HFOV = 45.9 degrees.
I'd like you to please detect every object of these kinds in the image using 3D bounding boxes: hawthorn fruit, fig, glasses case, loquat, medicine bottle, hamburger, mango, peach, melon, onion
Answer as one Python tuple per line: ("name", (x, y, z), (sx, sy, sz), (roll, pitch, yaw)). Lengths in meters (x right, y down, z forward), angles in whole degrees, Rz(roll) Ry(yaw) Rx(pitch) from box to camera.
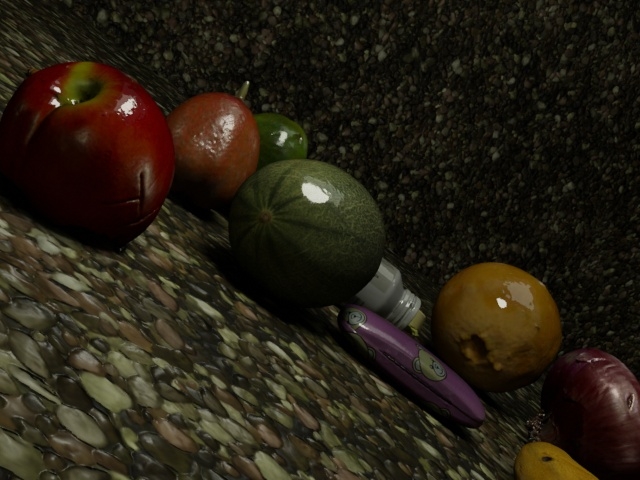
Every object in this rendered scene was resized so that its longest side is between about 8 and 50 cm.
("hawthorn fruit", (-0.199, -0.185, 1.384), (0.199, 0.251, 0.199), (28, -3, 1))
("fig", (-0.168, -0.182, 1.546), (0.275, 0.206, 0.206), (18, 10, -7))
("glasses case", (0.159, 0.219, 1.317), (0.316, 0.076, 0.123), (38, 7, -9))
("loquat", (0.428, 0.208, 1.845), (0.328, 0.328, 0.328), (38, 7, -5))
("medicine bottle", (0.098, 0.096, 1.570), (0.215, 0.135, 0.135), (38, 7, -7))
("hamburger", (0.177, 0.172, 1.722), (0.126, 0.081, 0.141), (39, -6, -19))
("mango", (0.380, 0.399, 1.191), (0.157, 0.108, 0.262), (29, 2, -1))
("peach", (-0.269, -0.087, 0.880), (0.190, 0.226, 0.196), (8, 47, -1))
("melon", (-0.022, -0.010, 1.223), (0.237, 0.237, 0.302), (42, 8, 27))
("onion", (0.585, 0.415, 1.676), (0.347, 0.286, 0.347), (168, -90, -83))

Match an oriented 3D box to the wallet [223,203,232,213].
("wallet", (-0.216, -0.112, 1.658), (0.379, 0.046, 0.191), (39, 6, 3))

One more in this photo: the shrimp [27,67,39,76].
("shrimp", (-0.497, -0.284, 1.401), (0.091, 0.025, 0.127), (35, 5, -37))
